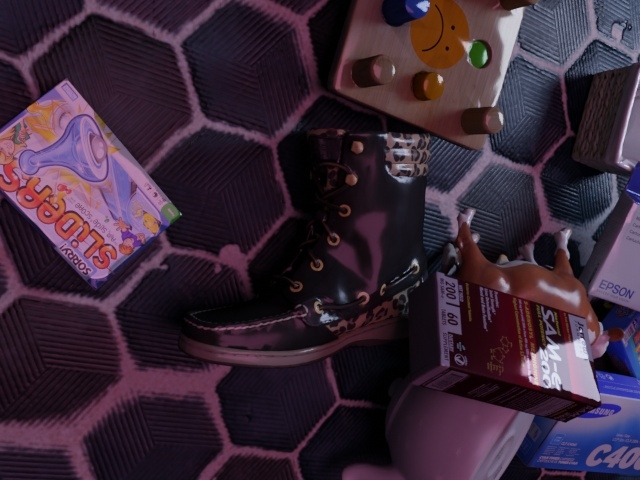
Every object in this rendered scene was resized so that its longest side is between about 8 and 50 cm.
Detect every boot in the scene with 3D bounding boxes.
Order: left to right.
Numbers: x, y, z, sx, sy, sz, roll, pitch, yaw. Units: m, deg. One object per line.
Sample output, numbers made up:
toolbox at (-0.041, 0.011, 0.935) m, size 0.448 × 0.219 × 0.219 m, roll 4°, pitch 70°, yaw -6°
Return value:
boot at (0.000, 0.000, 0.861) m, size 0.377 × 0.138 × 0.284 m, roll -4°, pitch 102°, yaw -31°

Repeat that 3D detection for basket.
basket at (0.499, -0.192, 1.114) m, size 0.113 × 0.103 × 0.167 m, roll 15°, pitch 90°, yaw -28°

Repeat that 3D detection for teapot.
teapot at (0.184, 0.255, 0.984) m, size 0.256 × 0.187 × 0.252 m, roll -8°, pitch 123°, yaw -52°

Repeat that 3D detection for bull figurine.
bull figurine at (0.311, 0.069, 1.007) m, size 0.310 × 0.101 × 0.188 m, roll 13°, pitch 55°, yaw -24°

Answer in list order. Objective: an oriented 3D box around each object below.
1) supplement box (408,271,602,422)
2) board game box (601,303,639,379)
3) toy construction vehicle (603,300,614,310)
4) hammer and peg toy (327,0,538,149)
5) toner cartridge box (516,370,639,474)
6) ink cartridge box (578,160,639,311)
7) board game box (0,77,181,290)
supplement box at (0.232, 0.138, 0.863) m, size 0.239 × 0.073 × 0.130 m, roll 17°, pitch 54°, yaw -19°
board game box at (0.588, 0.168, 1.226) m, size 0.160 × 0.047 × 0.210 m, roll -46°, pitch 126°, yaw -14°
toy construction vehicle at (0.559, 0.093, 1.232) m, size 0.086 × 0.035 × 0.098 m, roll 30°, pitch 88°, yaw -39°
hammer and peg toy at (0.161, -0.330, 0.906) m, size 0.266 × 0.127 × 0.361 m, roll 16°, pitch 90°, yaw -26°
toner cartridge box at (0.501, 0.319, 1.179) m, size 0.348 × 0.075 × 0.165 m, roll 13°, pitch 112°, yaw -28°
ink cartridge box at (0.556, 0.013, 1.094) m, size 0.223 × 0.045 × 0.224 m, roll 18°, pitch 102°, yaw -17°
board game box at (-0.275, -0.061, 0.772) m, size 0.136 × 0.035 × 0.201 m, roll -44°, pitch 114°, yaw -15°
